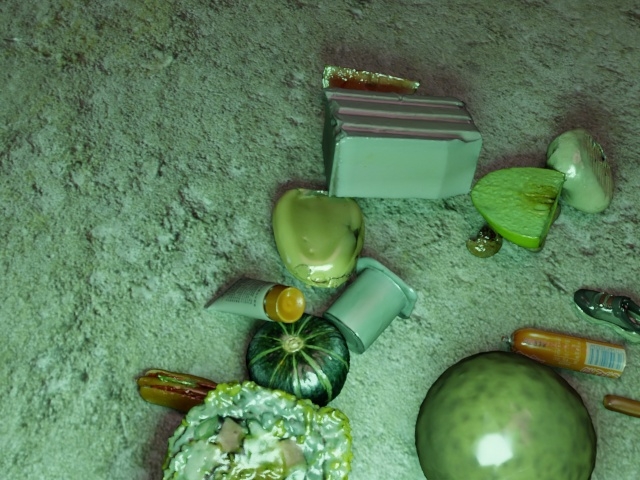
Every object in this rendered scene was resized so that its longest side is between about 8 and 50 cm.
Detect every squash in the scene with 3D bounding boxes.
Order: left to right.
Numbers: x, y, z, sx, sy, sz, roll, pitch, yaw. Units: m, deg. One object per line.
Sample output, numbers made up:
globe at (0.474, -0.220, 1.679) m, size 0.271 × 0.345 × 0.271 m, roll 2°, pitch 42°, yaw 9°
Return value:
squash at (-0.055, 0.293, 1.720) m, size 0.252 × 0.165 × 0.252 m, roll -4°, pitch 50°, yaw 4°

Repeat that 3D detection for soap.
soap at (0.226, -0.276, 2.058) m, size 0.435 × 0.212 × 0.350 m, roll 1°, pitch 33°, yaw -9°

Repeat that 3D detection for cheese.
cheese at (0.000, 0.000, 1.951) m, size 0.260 × 0.128 × 0.315 m, roll -1°, pitch 49°, yaw -4°

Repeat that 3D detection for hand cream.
hand cream at (-0.170, 0.144, 1.765) m, size 0.140 × 0.089 × 0.314 m, roll -41°, pitch 28°, yaw -27°

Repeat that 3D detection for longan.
longan at (0.404, 0.437, 1.580) m, size 0.391 × 0.391 × 0.391 m, roll 4°, pitch 57°, yaw -6°

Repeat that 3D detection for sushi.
sushi at (-0.139, 0.505, 1.519) m, size 0.397 × 0.240 × 0.351 m, roll 18°, pitch 57°, yaw -1°

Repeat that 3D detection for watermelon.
watermelon at (0.152, -0.474, 2.283) m, size 0.304 × 0.159 × 0.128 m, roll 10°, pitch 27°, yaw 1°

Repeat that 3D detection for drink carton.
drink carton at (0.112, 0.176, 1.831) m, size 0.191 × 0.185 × 0.189 m, roll 39°, pitch 71°, yaw 15°

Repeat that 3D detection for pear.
pear at (0.546, -0.090, 2.050) m, size 0.239 × 0.139 × 0.288 m, roll 21°, pitch 53°, yaw 17°

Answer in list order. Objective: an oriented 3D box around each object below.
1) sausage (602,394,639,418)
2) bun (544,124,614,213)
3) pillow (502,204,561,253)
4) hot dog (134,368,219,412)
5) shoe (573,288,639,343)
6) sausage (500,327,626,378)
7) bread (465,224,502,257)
sausage at (0.789, 0.427, 1.834) m, size 0.131 × 0.041 × 0.039 m, roll 16°, pitch 61°, yaw 2°
bun at (0.781, -0.211, 2.168) m, size 0.273 × 0.168 × 0.272 m, roll 27°, pitch 50°, yaw -38°
pillow at (0.629, -0.056, 2.132) m, size 0.130 × 0.033 × 0.217 m, roll 27°, pitch 58°, yaw 15°
hot dog at (-0.327, 0.360, 1.698) m, size 0.236 × 0.062 × 0.092 m, roll 12°, pitch 60°, yaw 0°
shoe at (0.812, 0.188, 1.953) m, size 0.228 × 0.112 × 0.099 m, roll 31°, pitch 59°, yaw 10°
sausage at (0.628, 0.289, 1.872) m, size 0.312 × 0.093 × 0.093 m, roll 11°, pitch 56°, yaw -1°
bread at (0.479, 0.004, 2.054) m, size 0.082 × 0.060 × 0.113 m, roll 39°, pitch 58°, yaw 19°
